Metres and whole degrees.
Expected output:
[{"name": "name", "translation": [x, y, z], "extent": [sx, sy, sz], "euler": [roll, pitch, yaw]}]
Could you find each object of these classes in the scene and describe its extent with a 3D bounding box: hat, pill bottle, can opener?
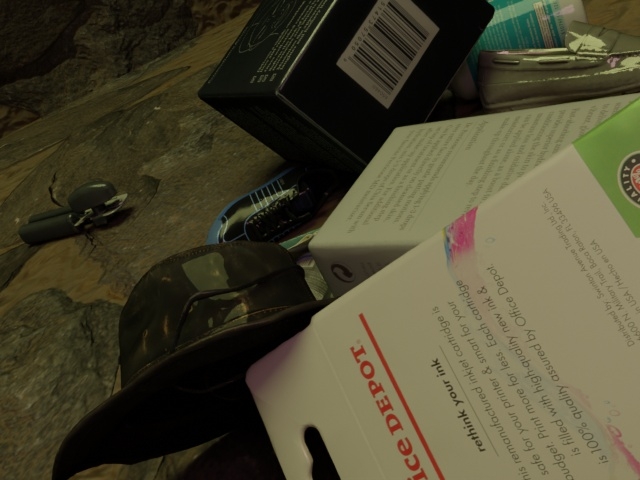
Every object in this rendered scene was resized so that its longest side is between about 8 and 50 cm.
[{"name": "hat", "translation": [-0.101, 0.083, 0.625], "extent": [0.331, 0.331, 0.134], "euler": [-29, 72, -2]}, {"name": "pill bottle", "translation": [0.287, -0.316, 1.123], "extent": [0.264, 0.146, 0.146], "euler": [-16, 31, 19]}, {"name": "pill bottle", "translation": [-0.017, 0.083, 0.802], "extent": [0.078, 0.078, 0.137], "euler": [-9, 34, 30]}, {"name": "can opener", "translation": [-0.518, -0.065, 1.439], "extent": [0.284, 0.095, 0.076], "euler": [-11, 32, 26]}]

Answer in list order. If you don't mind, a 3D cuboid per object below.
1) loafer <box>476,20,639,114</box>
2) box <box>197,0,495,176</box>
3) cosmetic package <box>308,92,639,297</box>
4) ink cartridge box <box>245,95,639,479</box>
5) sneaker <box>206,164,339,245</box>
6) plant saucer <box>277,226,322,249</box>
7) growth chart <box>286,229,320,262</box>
[{"name": "loafer", "translation": [0.370, -0.251, 0.969], "extent": [0.320, 0.111, 0.112], "euler": [-7, 16, 31]}, {"name": "box", "translation": [0.016, -0.283, 1.089], "extent": [0.293, 0.212, 0.395], "euler": [-57, 26, -4]}, {"name": "cosmetic package", "translation": [0.244, -0.010, 0.648], "extent": [0.453, 0.161, 0.230], "euler": [-2, 38, 38]}, {"name": "ink cartridge box", "translation": [0.137, 0.089, 0.463], "extent": [0.353, 0.119, 0.207], "euler": [-35, 69, 25]}, {"name": "sneaker", "translation": [-0.068, -0.044, 1.047], "extent": [0.090, 0.081, 0.232], "euler": [0, 37, 51]}, {"name": "plant saucer", "translation": [0.000, 0.000, 0.950], "extent": [0.192, 0.067, 0.018], "euler": [-20, 74, 12]}, {"name": "growth chart", "translation": [-0.030, 0.018, 0.884], "extent": [0.237, 0.021, 0.172], "euler": [-24, -11, 22]}]
